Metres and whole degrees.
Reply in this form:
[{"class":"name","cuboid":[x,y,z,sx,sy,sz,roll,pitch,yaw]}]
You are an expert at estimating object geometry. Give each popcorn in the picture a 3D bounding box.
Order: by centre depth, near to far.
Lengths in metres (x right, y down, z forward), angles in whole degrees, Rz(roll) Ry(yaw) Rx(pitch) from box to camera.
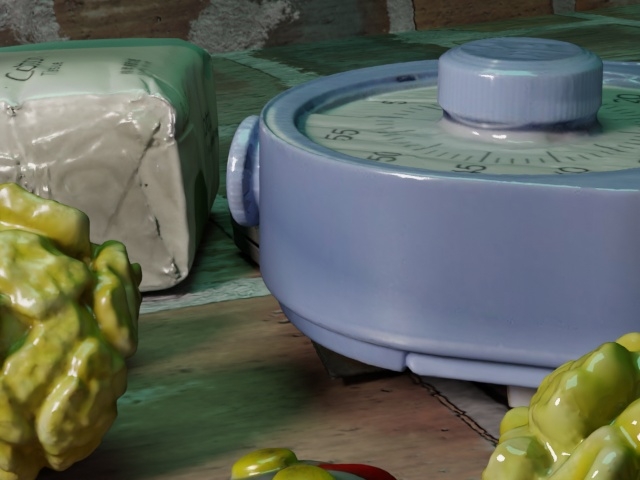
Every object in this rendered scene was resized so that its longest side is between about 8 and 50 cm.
[{"class":"popcorn","cuboid":[0.138,0.121,0.655,0.142,0.173,0.173,-7,11,28]},{"class":"popcorn","cuboid":[-0.181,0.070,1.011,0.174,0.168,0.195,-5,-25,-28]}]

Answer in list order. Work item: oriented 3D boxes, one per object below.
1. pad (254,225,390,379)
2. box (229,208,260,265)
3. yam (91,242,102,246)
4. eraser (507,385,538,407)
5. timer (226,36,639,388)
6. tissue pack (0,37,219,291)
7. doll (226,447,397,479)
[{"class":"pad","cuboid":[0.151,0.016,1.262,0.368,0.007,0.247,-7,27,-14]},{"class":"box","cuboid":[0.000,0.000,1.422,0.103,0.055,0.244,-8,13,-16]},{"class":"yam","cuboid":[-0.288,0.055,1.157,0.330,0.133,0.133,-6,13,-21]},{"class":"eraser","cuboid":[0.159,0.078,1.085,0.052,0.029,0.122,3,16,21]},{"class":"timer","cuboid":[0.119,-0.044,1.135,0.395,0.173,0.395,-1,18,0]},{"class":"tissue pack","cuboid":[-0.234,-0.075,1.525,0.266,0.193,0.356,-3,13,1]},{"class":"doll","cuboid":[-0.051,0.149,0.769,0.245,0.076,0.142,-16,17,-24]}]
